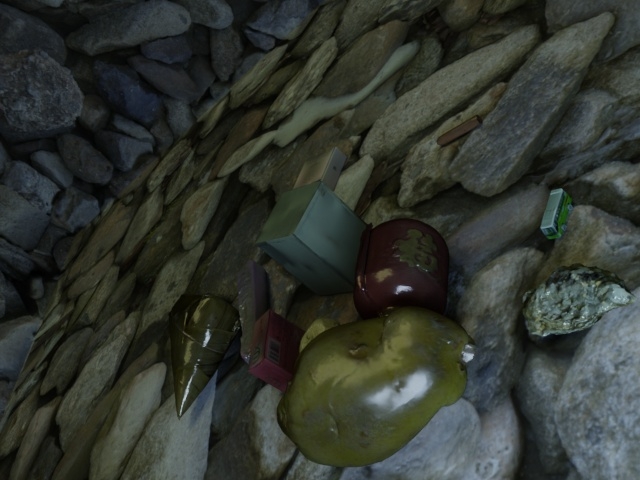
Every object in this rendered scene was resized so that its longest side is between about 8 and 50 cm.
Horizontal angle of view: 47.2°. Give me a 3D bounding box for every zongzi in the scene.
[{"bbox_3d":[-0.335,0.279,1.821,0.274,0.145,0.300,-5,60,61],"label":"zongzi"}]

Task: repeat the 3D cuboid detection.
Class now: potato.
[{"bbox_3d":[0.085,0.228,1.164,0.351,0.202,0.218,-26,45,25],"label":"potato"}]

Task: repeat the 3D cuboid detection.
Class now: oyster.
[{"bbox_3d":[0.373,0.083,1.074,0.177,0.064,0.125,-30,36,36],"label":"oyster"}]

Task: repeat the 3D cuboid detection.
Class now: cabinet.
[{"bbox_3d":[0.000,0.000,1.586,0.145,0.206,0.150,-12,44,50],"label":"cabinet"}]

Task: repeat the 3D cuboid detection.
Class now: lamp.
[{"bbox_3d":[0.142,0.060,1.322,0.180,0.180,0.258,-30,33,33],"label":"lamp"}]

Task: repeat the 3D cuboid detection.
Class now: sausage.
[{"bbox_3d":[0.310,-0.246,1.647,0.116,0.026,0.026,-29,33,37],"label":"sausage"}]

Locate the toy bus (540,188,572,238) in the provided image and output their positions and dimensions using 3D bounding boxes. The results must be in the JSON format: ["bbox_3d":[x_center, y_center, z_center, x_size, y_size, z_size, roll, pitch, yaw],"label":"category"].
[{"bbox_3d":[0.397,-0.044,1.230,0.031,0.037,0.083,-13,44,51],"label":"toy bus"}]

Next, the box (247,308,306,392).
[{"bbox_3d":[-0.086,0.230,1.520,0.060,0.111,0.156,-42,25,31],"label":"box"}]

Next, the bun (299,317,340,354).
[{"bbox_3d":[0.010,0.212,1.445,0.115,0.069,0.115,-34,48,47],"label":"bun"}]

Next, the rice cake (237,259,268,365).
[{"bbox_3d":[-0.158,0.170,1.757,0.064,0.070,0.399,-37,29,14],"label":"rice cake"}]

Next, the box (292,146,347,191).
[{"bbox_3d":[-0.005,-0.179,2.010,0.130,0.051,0.129,-21,38,45],"label":"box"}]
